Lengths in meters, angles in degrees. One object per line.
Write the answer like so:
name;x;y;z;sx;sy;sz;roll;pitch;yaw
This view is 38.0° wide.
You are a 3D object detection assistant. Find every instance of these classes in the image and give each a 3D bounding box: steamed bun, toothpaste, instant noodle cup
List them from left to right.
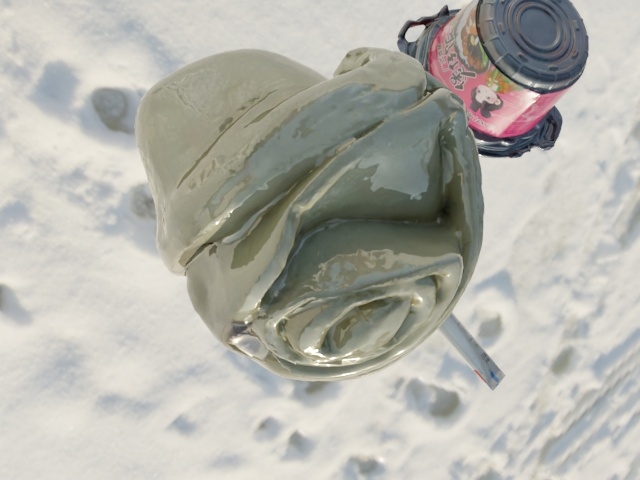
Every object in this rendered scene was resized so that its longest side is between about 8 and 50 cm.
steamed bun;0.000;0.000;0.935;0.342;0.255;0.368;-12;140;13
toothpaste;0.151;0.099;1.120;0.031;0.190;0.048;-45;171;30
instant noodle cup;0.281;-0.274;1.388;0.302;0.181;0.258;22;64;-13
